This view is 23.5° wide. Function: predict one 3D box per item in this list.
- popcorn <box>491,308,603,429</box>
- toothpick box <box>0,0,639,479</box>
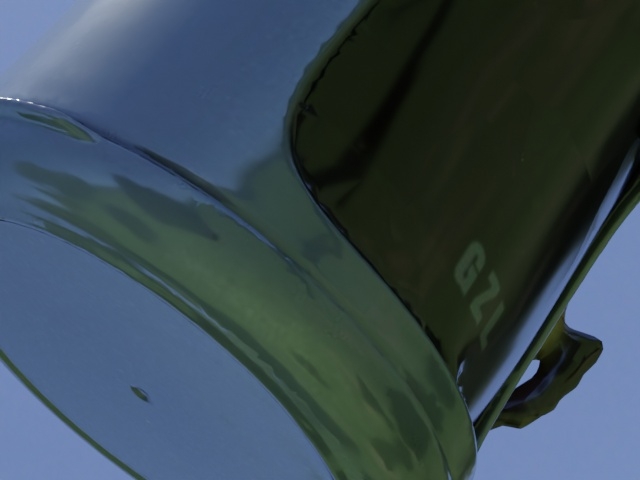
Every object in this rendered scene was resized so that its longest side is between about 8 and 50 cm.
[{"bbox_3d":[0.000,0.000,1.008,0.349,0.382,0.349,-48,-21,-25],"label":"popcorn"},{"bbox_3d":[0.022,-0.069,0.651,0.354,0.263,0.263,-51,-35,-26],"label":"toothpick box"}]
